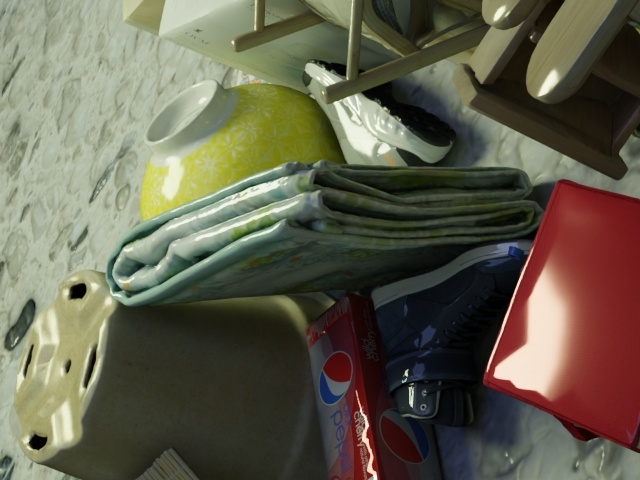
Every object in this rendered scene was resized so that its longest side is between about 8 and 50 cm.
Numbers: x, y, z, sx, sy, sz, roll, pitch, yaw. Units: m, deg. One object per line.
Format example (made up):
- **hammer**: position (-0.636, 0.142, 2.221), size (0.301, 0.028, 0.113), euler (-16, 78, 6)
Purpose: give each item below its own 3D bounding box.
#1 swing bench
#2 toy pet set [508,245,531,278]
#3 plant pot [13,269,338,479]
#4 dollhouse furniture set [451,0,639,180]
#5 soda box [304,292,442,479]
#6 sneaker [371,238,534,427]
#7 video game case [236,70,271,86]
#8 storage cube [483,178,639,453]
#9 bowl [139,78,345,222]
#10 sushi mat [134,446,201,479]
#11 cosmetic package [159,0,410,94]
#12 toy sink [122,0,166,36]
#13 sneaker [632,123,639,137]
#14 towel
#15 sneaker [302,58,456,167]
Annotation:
- **swing bench**: position (0.068, -0.259, 1.770), size (0.253, 0.255, 0.165), euler (34, 124, 57)
- **toy pet set**: position (0.235, 0.061, 1.489), size (0.122, 0.114, 0.065), euler (7, 70, 59)
- **plant pot**: position (-0.169, 0.176, 1.872), size (0.334, 0.305, 0.333), euler (-34, 46, 45)
- **dollhouse furniture set**: position (0.279, -0.119, 1.286), size (0.256, 0.362, 0.394), euler (-58, 23, 22)
- **soda box**: position (0.057, 0.188, 1.716), size (0.083, 0.092, 0.263), euler (-44, 40, 37)
- **sneaker**: position (0.152, 0.098, 1.632), size (0.226, 0.086, 0.163), euler (-25, 61, 40)
- **video game case**: position (-0.064, -0.246, 2.212), size (0.157, 0.019, 0.143), euler (-14, 62, 54)
- **storage cube**: position (0.284, 0.079, 1.336), size (0.193, 0.184, 0.215), euler (20, 90, 57)
- **bowl**: position (-0.123, -0.102, 1.987), size (0.289, 0.156, 0.289), euler (-31, 27, 18)
- **sushi mat**: position (-0.098, 0.374, 1.731), size (0.316, 0.019, 0.151), euler (49, 124, 7)
- **cosmetic package**: position (-0.039, -0.292, 2.001), size (0.225, 0.224, 0.138), euler (-14, 62, 55)
- **toy sink**: position (-0.192, -0.414, 2.377), size (0.131, 0.153, 0.234), euler (-40, 41, 40)
- **sneaker**: position (0.291, -0.135, 1.551), size (0.192, 0.064, 0.086), euler (-24, 49, 46)
- **towel**: position (0.000, 0.000, 1.696), size (0.374, 0.321, 0.090), euler (-19, 74, 51)
- **sneaker**: position (0.048, -0.133, 1.893), size (0.271, 0.100, 0.108), euler (47, 121, 50)
